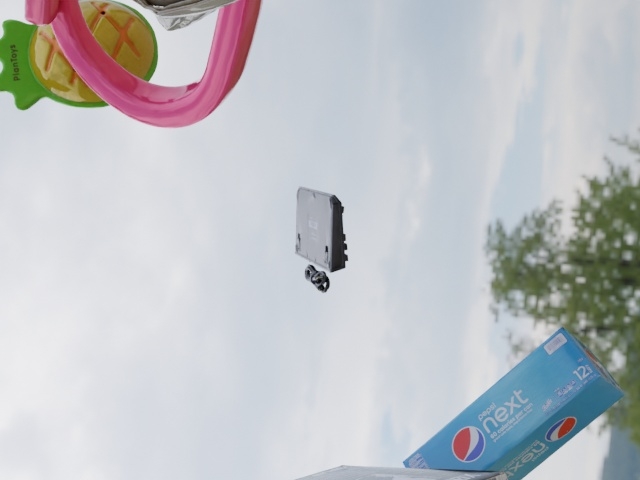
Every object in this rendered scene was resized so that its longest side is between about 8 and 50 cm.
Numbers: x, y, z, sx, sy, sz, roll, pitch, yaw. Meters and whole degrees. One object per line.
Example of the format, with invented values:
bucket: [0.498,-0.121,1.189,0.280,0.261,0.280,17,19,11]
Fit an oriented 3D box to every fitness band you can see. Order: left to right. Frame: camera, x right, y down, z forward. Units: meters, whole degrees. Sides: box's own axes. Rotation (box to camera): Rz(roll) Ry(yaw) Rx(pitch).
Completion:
fitness band: [-0.151,-0.224,1.067,0.291,0.209,0.054,109,-172,-46]

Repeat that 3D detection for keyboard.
keyboard: [0.000,0.000,1.320,0.180,0.023,0.108,-156,67,-77]

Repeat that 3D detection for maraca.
maraca: [-0.272,-0.203,1.355,0.099,0.186,0.127,110,149,-74]

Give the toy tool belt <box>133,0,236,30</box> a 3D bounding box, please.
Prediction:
toy tool belt: [-0.038,-0.114,0.439,0.051,0.083,0.052,37,-149,-51]

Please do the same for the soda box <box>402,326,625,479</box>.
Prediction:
soda box: [0.187,0.183,1.197,0.071,0.210,0.067,34,-161,-50]

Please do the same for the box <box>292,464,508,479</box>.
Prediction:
box: [-0.029,0.257,1.006,0.307,0.242,0.076,-10,-92,-34]
